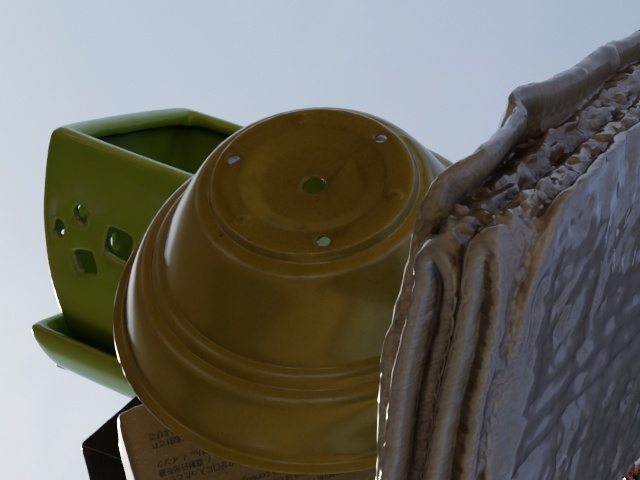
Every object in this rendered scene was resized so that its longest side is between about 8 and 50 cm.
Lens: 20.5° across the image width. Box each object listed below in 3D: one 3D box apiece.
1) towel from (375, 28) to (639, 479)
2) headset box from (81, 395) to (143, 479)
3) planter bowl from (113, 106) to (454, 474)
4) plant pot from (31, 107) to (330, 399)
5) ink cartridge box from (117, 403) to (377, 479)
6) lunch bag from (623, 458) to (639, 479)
[{"bbox_3d":[0.085,0.031,0.622,0.049,0.282,0.187,20,-66,22],"label":"towel"},{"bbox_3d":[0.007,0.220,1.162,0.110,0.293,0.218,-40,-128,27],"label":"headset box"},{"bbox_3d":[0.000,0.000,0.863,0.217,0.090,0.217,-2,-133,3],"label":"planter bowl"},{"bbox_3d":[-0.095,0.024,1.463,0.228,0.227,0.207,21,-73,20],"label":"plant pot"},{"bbox_3d":[0.030,0.156,0.929,0.088,0.234,0.193,114,-39,-72],"label":"ink cartridge box"},{"bbox_3d":[0.367,0.134,1.117,0.258,0.120,0.293,-33,-162,-35],"label":"lunch bag"}]
